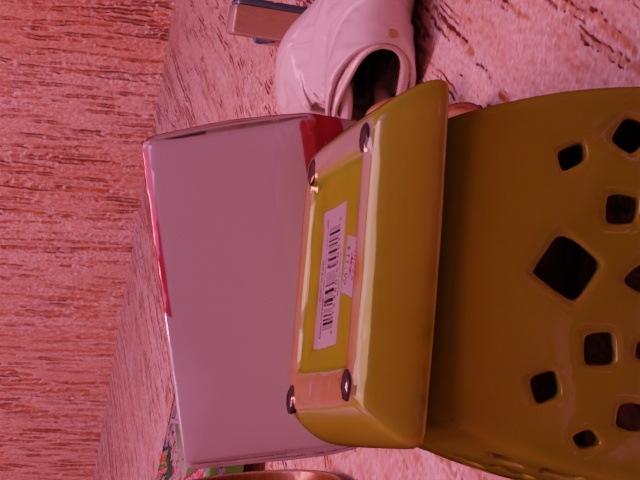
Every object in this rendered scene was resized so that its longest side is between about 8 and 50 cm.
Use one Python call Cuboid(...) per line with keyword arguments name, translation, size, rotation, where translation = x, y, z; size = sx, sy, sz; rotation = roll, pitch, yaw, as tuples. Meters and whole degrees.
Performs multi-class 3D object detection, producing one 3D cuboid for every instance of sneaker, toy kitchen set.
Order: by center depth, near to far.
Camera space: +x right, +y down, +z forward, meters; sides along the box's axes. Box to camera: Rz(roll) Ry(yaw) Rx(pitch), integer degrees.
Cuboid(name="sneaker", translation=(0.019, -0.152, 1.627), size=(0.292, 0.108, 0.169), rotation=(117, 159, -54))
Cuboid(name="toy kitchen set", translation=(-0.055, -0.326, 2.008), size=(0.207, 0.122, 0.166), rotation=(-155, 73, -76))

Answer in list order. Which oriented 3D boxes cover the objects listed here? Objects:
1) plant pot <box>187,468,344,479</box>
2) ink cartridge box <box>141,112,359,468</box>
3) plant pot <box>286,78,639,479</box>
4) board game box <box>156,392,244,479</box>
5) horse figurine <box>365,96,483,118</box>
Cuboid(name="plant pot", translation=(-0.082, 0.371, 1.587), size=(0.237, 0.237, 0.254), rotation=(177, 87, -77))
Cuboid(name="ink cartridge box", translation=(-0.004, 0.029, 1.187), size=(0.306, 0.131, 0.226), rotation=(-8, -91, -72))
Cuboid(name="plant pot", translation=(0.100, 0.028, 0.948), size=(0.227, 0.207, 0.228), rotation=(157, 118, -75))
Cuboid(name="board game box", translation=(-0.154, 0.259, 2.176), size=(0.317, 0.046, 0.213), rotation=(137, 147, -62))
Cuboid(name="horse figurine", translation=(0.080, -0.058, 1.406), size=(0.263, 0.066, 0.174), rotation=(-123, 36, -67))
